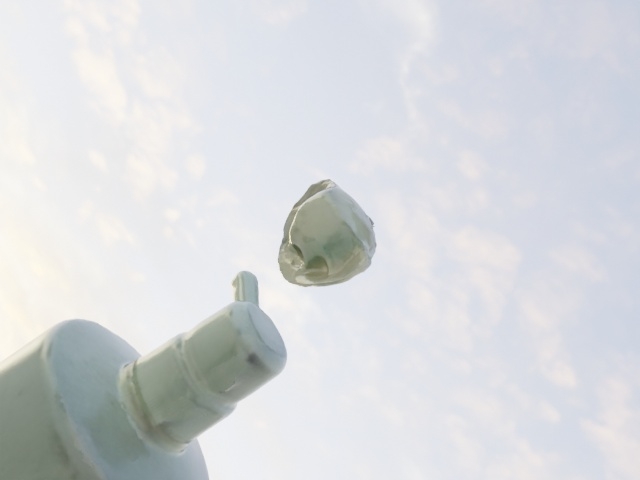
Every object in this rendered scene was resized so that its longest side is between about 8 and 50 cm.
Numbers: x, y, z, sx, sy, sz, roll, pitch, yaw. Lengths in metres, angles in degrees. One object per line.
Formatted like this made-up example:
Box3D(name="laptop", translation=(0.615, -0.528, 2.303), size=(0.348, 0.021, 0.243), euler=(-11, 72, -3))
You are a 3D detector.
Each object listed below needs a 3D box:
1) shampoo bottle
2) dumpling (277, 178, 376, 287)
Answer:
Box3D(name="shampoo bottle", translation=(-0.123, 0.101, 0.343), size=(0.085, 0.262, 0.085), euler=(53, 10, -14))
Box3D(name="dumpling", translation=(0.000, 0.000, 0.583), size=(0.077, 0.059, 0.043), euler=(57, 8, 25))
